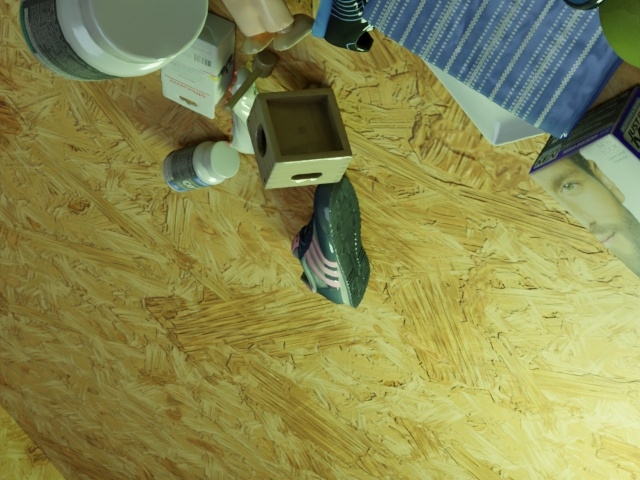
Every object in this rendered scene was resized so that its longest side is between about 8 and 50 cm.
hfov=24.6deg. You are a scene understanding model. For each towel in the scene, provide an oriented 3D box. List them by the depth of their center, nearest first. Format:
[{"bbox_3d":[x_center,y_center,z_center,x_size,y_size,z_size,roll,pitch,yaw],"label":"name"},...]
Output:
[{"bbox_3d":[0.239,-0.298,1.938,0.336,0.040,0.243,32,134,4],"label":"towel"}]

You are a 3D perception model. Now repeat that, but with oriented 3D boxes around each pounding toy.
[{"bbox_3d":[-0.070,-0.188,2.293,0.181,0.206,0.094,-7,154,-20],"label":"pounding toy"}]

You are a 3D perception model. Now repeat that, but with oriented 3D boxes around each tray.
[{"bbox_3d":[0.224,-0.248,2.072,0.145,0.030,0.270,-13,127,48],"label":"tray"}]

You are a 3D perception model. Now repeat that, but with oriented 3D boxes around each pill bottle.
[{"bbox_3d":[-0.305,-0.339,2.155,0.204,0.204,0.361,46,166,-20],"label":"pill bottle"},{"bbox_3d":[-0.208,-0.131,2.567,0.137,0.078,0.078,-10,129,49],"label":"pill bottle"}]

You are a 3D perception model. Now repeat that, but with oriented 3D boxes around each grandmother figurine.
[{"bbox_3d":[-0.146,-0.427,2.096,0.208,0.104,0.342,-7,129,33],"label":"grandmother figurine"}]

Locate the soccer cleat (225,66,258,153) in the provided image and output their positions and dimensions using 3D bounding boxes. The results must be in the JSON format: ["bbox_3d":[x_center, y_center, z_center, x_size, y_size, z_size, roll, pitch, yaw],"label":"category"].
[{"bbox_3d":[-0.112,-0.211,2.395,0.076,0.068,0.196,12,147,5],"label":"soccer cleat"}]

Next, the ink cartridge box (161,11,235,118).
[{"bbox_3d":[-0.198,-0.289,2.357,0.104,0.061,0.181,26,147,11],"label":"ink cartridge box"}]

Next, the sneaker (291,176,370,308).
[{"bbox_3d":[0.000,0.000,2.533,0.131,0.112,0.319,16,144,21],"label":"sneaker"}]

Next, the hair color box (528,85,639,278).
[{"bbox_3d":[0.479,-0.044,2.057,0.339,0.110,0.185,42,148,-12],"label":"hair color box"}]

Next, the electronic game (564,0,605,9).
[{"bbox_3d":[0.300,-0.379,1.678,0.048,0.229,0.229,-5,151,-14],"label":"electronic game"}]

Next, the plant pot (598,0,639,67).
[{"bbox_3d":[0.451,-0.283,1.646,0.275,0.275,0.293,42,163,-15],"label":"plant pot"}]

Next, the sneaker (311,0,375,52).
[{"bbox_3d":[0.051,-0.350,2.048,0.090,0.081,0.232,21,151,3],"label":"sneaker"}]
